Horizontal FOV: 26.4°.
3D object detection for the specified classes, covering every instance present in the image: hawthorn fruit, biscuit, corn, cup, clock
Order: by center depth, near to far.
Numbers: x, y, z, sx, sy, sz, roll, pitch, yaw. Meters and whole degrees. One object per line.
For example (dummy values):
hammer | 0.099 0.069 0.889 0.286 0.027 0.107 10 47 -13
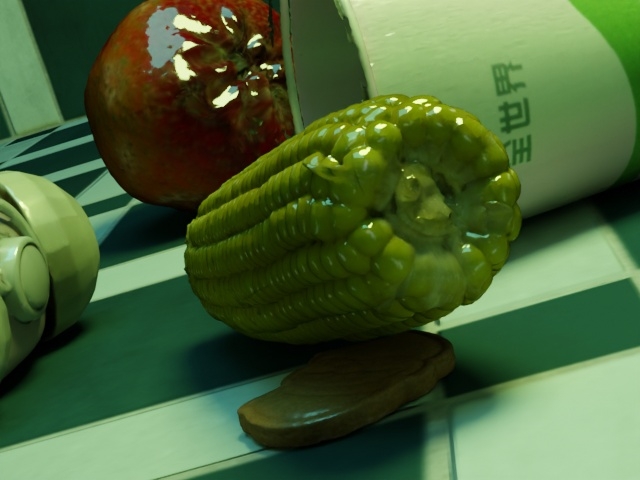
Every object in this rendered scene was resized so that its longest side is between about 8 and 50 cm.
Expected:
biscuit | 0.016 0.079 0.762 0.130 0.019 0.102 -26 16 -37
corn | 0.000 0.000 0.822 0.131 0.131 0.344 -22 0 -20
cup | 0.124 -0.118 1.008 0.274 0.253 0.253 -13 11 -11
clock | -0.355 0.061 1.046 0.326 0.184 0.342 -10 19 13
hawthorn fruit | -0.142 -0.129 1.492 0.254 0.254 0.300 -26 -10 -35
